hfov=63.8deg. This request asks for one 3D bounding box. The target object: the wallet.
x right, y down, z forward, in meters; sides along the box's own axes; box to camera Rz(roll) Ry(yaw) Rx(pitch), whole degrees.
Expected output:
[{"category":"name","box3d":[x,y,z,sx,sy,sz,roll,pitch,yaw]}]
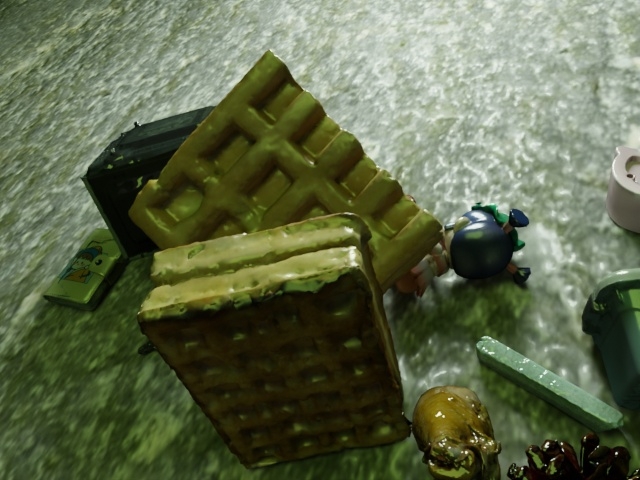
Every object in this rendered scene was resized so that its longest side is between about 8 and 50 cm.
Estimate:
[{"category":"wallet","box3d":[-0.404,0.047,0.908,0.110,0.039,0.155,6,53,25]}]

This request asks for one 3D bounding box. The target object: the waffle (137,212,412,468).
[{"category":"waffle","box3d":[-0.027,0.121,0.536,0.213,0.308,0.091,-13,43,6]}]

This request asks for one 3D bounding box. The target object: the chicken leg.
[{"category":"chicken leg","box3d":[0.132,0.202,0.502,0.085,0.207,0.101,-11,81,13]}]

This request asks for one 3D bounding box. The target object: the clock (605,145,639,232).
[{"category":"clock","box3d":[0.538,-0.035,0.645,0.276,0.080,0.290,-11,46,10]}]

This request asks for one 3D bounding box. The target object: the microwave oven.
[{"category":"microwave oven","box3d":[-0.199,-0.122,0.861,0.295,0.181,0.237,-13,29,6]}]

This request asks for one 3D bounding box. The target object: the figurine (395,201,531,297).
[{"category":"figurine","box3d":[0.186,0.021,0.707,0.195,0.111,0.102,-23,35,6]}]

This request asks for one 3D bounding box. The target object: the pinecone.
[{"category":"pinecone","box3d":[0.234,0.242,0.468,0.140,0.140,0.121,-46,24,-22]}]

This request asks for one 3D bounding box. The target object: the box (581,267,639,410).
[{"category":"box","box3d":[0.402,0.096,0.524,0.227,0.162,0.129,-6,59,14]}]

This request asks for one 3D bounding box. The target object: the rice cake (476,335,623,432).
[{"category":"rice cake","box3d":[0.257,0.165,0.591,0.171,0.033,0.029,28,60,36]}]

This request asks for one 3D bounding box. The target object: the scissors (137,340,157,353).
[{"category":"scissors","box3d":[-0.226,0.143,0.783,0.113,0.012,0.039,-28,47,-7]}]

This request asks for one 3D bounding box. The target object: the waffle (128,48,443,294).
[{"category":"waffle","box3d":[-0.055,-0.025,0.674,0.304,0.077,0.348,-46,80,7]}]

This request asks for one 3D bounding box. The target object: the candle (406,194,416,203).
[{"category":"candle","box3d":[0.000,0.000,0.810,0.329,0.048,0.051,-22,39,-2]}]
